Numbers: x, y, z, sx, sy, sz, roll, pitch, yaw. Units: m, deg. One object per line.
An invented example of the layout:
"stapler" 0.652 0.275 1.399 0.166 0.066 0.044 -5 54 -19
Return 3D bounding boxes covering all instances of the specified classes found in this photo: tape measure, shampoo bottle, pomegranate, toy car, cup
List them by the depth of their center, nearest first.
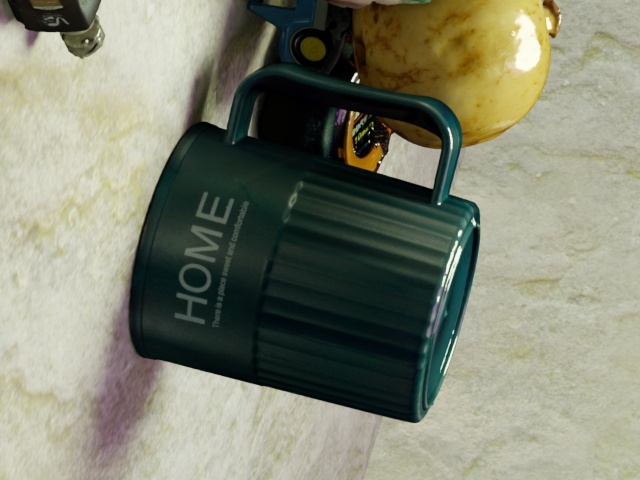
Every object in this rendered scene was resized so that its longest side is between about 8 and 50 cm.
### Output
"shampoo bottle" -0.183 -0.184 1.220 0.208 0.057 0.063 74 29 -71
"cup" 0.001 0.008 1.773 0.242 0.292 0.308 66 42 -72
"pomegranate" 0.137 -0.202 1.814 0.215 0.215 0.215 15 90 -79
"toy car" -0.014 -0.260 1.835 0.097 0.100 0.191 -60 161 -53
"tape measure" 0.012 -0.157 2.039 0.202 0.135 0.223 -51 153 -41

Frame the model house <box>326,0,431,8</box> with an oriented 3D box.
"model house" 0.033 -0.376 1.652 0.237 0.202 0.237 81 26 -66
